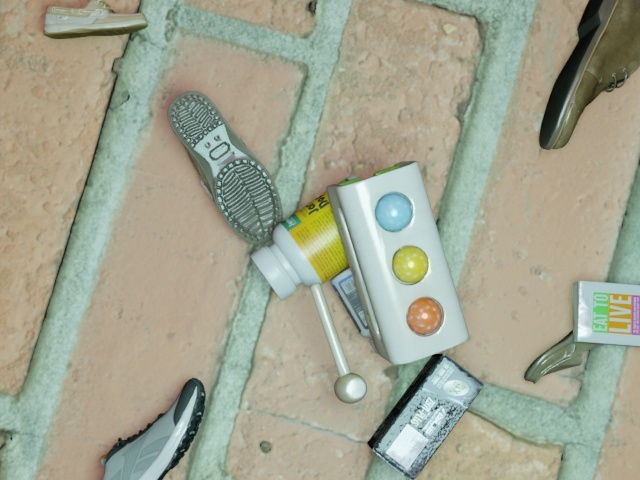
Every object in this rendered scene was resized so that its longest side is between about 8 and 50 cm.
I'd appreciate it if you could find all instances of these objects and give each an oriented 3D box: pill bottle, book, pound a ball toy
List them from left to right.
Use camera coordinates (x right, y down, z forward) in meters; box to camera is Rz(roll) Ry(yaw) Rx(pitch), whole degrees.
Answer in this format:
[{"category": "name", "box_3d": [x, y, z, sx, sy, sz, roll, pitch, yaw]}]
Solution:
[{"category": "pill bottle", "box_3d": [0.000, 0.000, 1.668, 0.208, 0.117, 0.117, -35, 85, -4]}, {"category": "pill bottle", "box_3d": [0.082, 0.103, 1.677, 0.078, 0.078, 0.137, -30, 85, -4]}, {"category": "pound a ball toy", "box_3d": [0.087, 0.066, 1.555, 0.208, 0.136, 0.319, -18, 98, -12]}, {"category": "book", "box_3d": [0.467, 0.117, 1.671, 0.144, 0.035, 0.096, 4, 80, -6]}]

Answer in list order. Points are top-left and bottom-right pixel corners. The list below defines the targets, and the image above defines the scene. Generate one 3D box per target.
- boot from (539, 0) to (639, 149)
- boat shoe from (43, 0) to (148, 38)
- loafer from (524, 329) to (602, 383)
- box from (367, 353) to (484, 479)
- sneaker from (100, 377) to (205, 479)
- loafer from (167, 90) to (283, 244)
[{"category": "boot", "box_3d": [0.448, -0.268, 1.714, 0.115, 0.112, 0.305, 28, 82, -8]}, {"category": "boat shoe", "box_3d": [-0.365, -0.362, 1.729, 0.170, 0.063, 0.059, -4, 90, 0]}, {"category": "loafer", "box_3d": [0.386, 0.181, 1.684, 0.148, 0.056, 0.050, -37, 79, -4]}, {"category": "box", "box_3d": [0.157, 0.265, 1.627, 0.077, 0.147, 0.180, 37, 84, 3]}, {"category": "sneaker", "box_3d": [-0.269, 0.324, 1.641, 0.108, 0.100, 0.271, 33, 85, 8]}, {"category": "loafer", "box_3d": [-0.147, -0.118, 1.696, 0.102, 0.092, 0.268, -30, 101, -2]}]
